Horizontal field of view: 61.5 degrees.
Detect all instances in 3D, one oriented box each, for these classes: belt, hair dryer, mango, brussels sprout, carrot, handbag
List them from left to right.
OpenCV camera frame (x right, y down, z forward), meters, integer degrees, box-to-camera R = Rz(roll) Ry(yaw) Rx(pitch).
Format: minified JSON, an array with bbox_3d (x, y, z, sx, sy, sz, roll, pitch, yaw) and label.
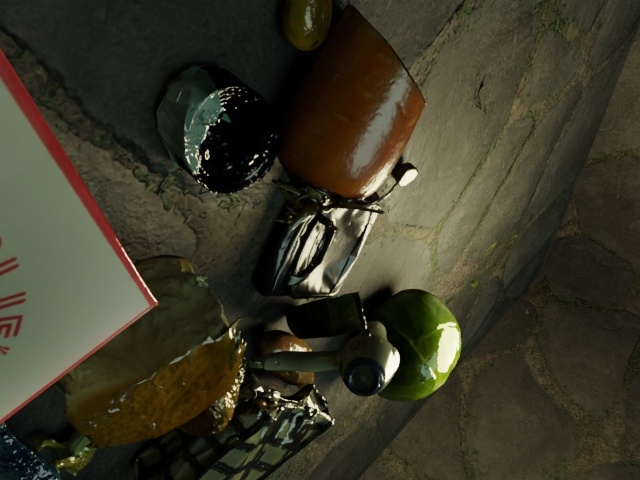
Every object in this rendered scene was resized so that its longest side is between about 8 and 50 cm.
[{"bbox_3d":[-0.141,-0.149,0.744,0.151,0.078,0.198,-45,152,-7],"label":"belt"},{"bbox_3d":[-0.174,0.436,1.167,0.327,0.163,0.325,-38,151,11],"label":"handbag"},{"bbox_3d":[-0.019,-0.326,0.757,0.078,0.057,0.114,-27,133,-32],"label":"mango"},{"bbox_3d":[0.000,0.000,1.101,0.244,0.088,0.275,7,116,-53],"label":"handbag"},{"bbox_3d":[0.043,0.232,1.151,0.296,0.298,0.119,-13,103,-60],"label":"hair dryer"},{"bbox_3d":[0.041,-0.166,0.860,0.214,0.193,0.331,29,101,-19],"label":"carrot"},{"bbox_3d":[0.243,0.324,1.591,0.354,0.289,0.281,-44,170,31],"label":"brussels sprout"}]

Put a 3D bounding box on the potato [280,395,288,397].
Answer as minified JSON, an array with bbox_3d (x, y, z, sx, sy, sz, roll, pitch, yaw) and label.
[{"bbox_3d":[-0.107,0.476,1.408,0.137,0.137,0.176,-42,170,-20],"label":"potato"}]

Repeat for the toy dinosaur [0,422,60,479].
[{"bbox_3d":[-0.428,0.337,0.762,0.147,0.363,0.076,-23,-162,13],"label":"toy dinosaur"}]

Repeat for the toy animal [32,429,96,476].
[{"bbox_3d":[-0.385,0.309,0.901,0.181,0.073,0.136,-58,161,-18],"label":"toy animal"}]

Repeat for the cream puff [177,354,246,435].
[{"bbox_3d":[-0.217,0.247,0.998,0.169,0.183,0.183,-60,163,-47],"label":"cream puff"}]

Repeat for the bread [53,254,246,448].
[{"bbox_3d":[-0.256,0.164,0.761,0.250,0.225,0.279,-28,153,-27],"label":"bread"}]

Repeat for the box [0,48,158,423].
[{"bbox_3d":[-0.353,-0.025,0.345,0.312,0.300,0.314,-40,149,-22],"label":"box"}]

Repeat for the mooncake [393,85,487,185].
[{"bbox_3d":[0.306,-0.252,1.293,0.346,0.057,0.150,-37,159,-32],"label":"mooncake"}]

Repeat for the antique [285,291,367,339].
[{"bbox_3d":[0.003,0.168,1.165,0.081,0.080,0.221,-8,171,-30],"label":"antique"}]

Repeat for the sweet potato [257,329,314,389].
[{"bbox_3d":[-0.061,0.304,1.308,0.109,0.109,0.385,-47,150,-12],"label":"sweet potato"}]
